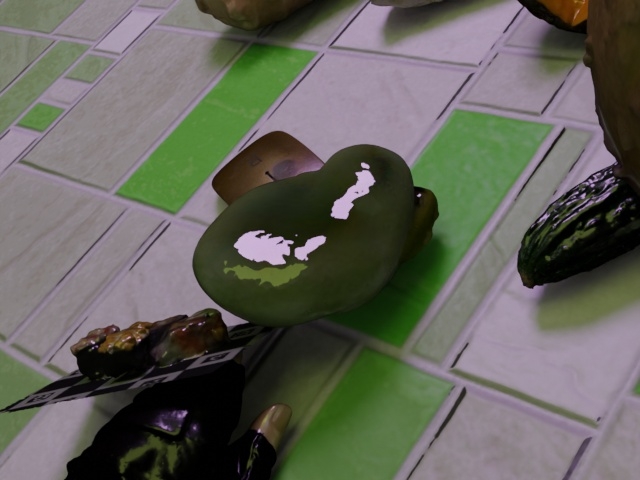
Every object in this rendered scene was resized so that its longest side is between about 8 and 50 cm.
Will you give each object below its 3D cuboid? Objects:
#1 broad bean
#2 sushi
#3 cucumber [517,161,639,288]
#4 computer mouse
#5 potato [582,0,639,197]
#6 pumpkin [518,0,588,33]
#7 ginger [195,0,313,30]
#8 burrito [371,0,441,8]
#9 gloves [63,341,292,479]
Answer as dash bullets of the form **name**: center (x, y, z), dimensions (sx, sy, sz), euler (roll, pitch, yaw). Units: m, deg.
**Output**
- **broad bean**: center (0.000, 0.000, 0.814), dimensions (0.228, 0.100, 0.169), euler (-20, 41, -10)
- **sushi**: center (-0.150, 0.086, 0.798), dimensions (0.210, 0.040, 0.193), euler (-13, 6, 22)
- **cucumber**: center (0.271, -0.045, 0.747), dimensions (0.265, 0.077, 0.077), euler (-28, 41, 4)
- **computer mouse**: center (-0.045, -0.054, 0.960), dimensions (0.102, 0.045, 0.199), euler (-39, 41, -5)
- **potato**: center (0.365, -0.191, 0.573), dimensions (0.386, 0.319, 0.442), euler (-20, 59, 4)
- **pumpkin**: center (0.276, -0.263, 0.932), dimensions (0.184, 0.107, 0.119), euler (19, 68, 32)
- **ginger**: center (0.000, -0.383, 1.202), dimensions (0.354, 0.126, 0.190), euler (-22, 32, 6)
- **burrito**: center (0.238, -0.364, 1.079), dimensions (0.392, 0.076, 0.117), euler (-20, 37, 9)
- **gloves**: center (-0.112, 0.163, 0.744), dimensions (0.165, 0.124, 0.203), euler (8, 57, 9)
